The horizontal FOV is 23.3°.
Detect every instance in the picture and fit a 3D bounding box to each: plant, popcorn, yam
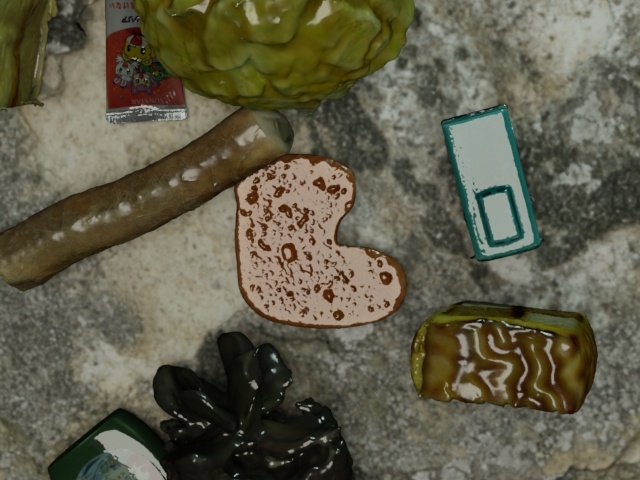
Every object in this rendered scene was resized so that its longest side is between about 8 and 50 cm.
[{"bbox_3d":[-0.060,0.238,1.640,0.188,0.199,0.276,-22,99,1],"label":"plant"},{"bbox_3d":[-0.058,-0.258,1.550,0.282,0.247,0.282,0,88,15],"label":"popcorn"},{"bbox_3d":[-0.193,-0.047,1.651,0.356,0.081,0.081,-28,94,12],"label":"yam"}]

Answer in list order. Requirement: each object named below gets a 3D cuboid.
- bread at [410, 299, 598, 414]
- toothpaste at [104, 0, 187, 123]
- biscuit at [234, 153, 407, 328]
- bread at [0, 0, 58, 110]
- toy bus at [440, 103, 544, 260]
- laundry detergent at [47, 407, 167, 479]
[{"bbox_3d":[0.191,0.115,1.587,0.181,0.222,0.096,6,94,13],"label":"bread"},{"bbox_3d":[-0.195,-0.243,1.658,0.089,0.057,0.234,-3,105,2],"label":"toothpaste"},{"bbox_3d":[0.000,0.000,1.674,0.186,0.036,0.192,-1,95,8],"label":"biscuit"},{"bbox_3d":[-0.307,-0.261,1.558,0.236,0.263,0.198,-44,95,7],"label":"bread"},{"bbox_3d":[0.180,-0.056,1.628,0.079,0.092,0.160,-14,96,7],"label":"toy bus"},{"bbox_3d":[-0.198,0.299,1.718,0.137,0.063,0.211,-38,95,10],"label":"laundry detergent"}]
